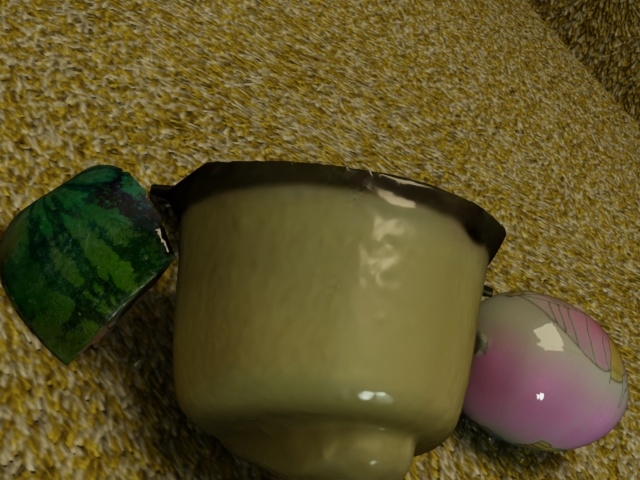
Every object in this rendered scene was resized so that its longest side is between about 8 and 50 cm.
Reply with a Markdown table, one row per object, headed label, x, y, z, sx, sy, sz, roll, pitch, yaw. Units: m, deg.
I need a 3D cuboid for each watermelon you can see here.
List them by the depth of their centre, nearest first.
| label | x | y | z | sx | sy | sz | roll | pitch | yaw |
| --- | --- | --- | --- | --- | --- | --- | --- | --- | --- |
| watermelon | -0.230 | -0.007 | 1.476 | 0.128 | 0.146 | 0.231 | 10 | 40 | -47 |

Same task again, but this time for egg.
| label | x | y | z | sx | sy | sz | roll | pitch | yaw |
| --- | --- | --- | --- | --- | --- | --- | --- | --- | --- |
| egg | 0.278 | 0.166 | 1.853 | 0.271 | 0.196 | 0.196 | 17 | 32 | -29 |

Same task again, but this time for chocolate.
| label | x | y | z | sx | sy | sz | roll | pitch | yaw |
| --- | --- | --- | --- | --- | --- | --- | --- | --- | --- |
| chocolate | -0.007 | 0.093 | 1.458 | 0.314 | 0.297 | 0.326 | 16 | -11 | -20 |

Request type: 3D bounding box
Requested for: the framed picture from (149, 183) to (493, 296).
| label | x | y | z | sx | sy | sz | roll | pitch | yaw |
| --- | --- | --- | --- | --- | --- | --- | --- | --- | --- |
| framed picture | 0.000 | 0.000 | 1.767 | 0.347 | 0.016 | 0.265 | 23 | -10 | -33 |
